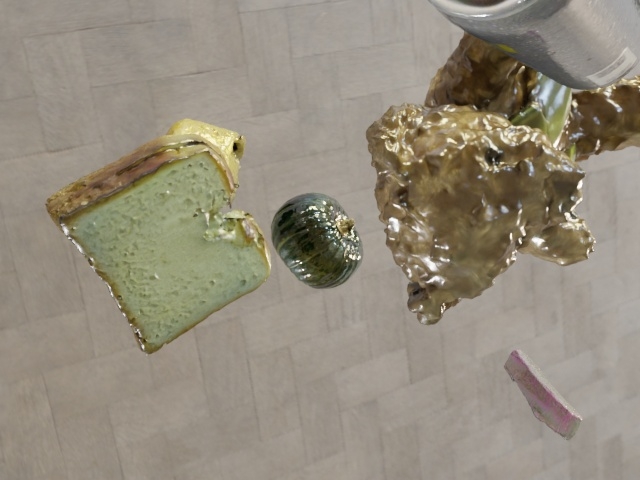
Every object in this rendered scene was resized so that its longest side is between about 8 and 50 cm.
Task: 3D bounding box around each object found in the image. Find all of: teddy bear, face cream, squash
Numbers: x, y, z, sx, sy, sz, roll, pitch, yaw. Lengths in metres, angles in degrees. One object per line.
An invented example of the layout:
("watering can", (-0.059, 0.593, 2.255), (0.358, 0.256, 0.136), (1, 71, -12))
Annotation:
("teddy bear", (0.182, -0.086, 0.607), (0.296, 0.222, 0.246), (-15, 124, 6))
("face cream", (0.111, -0.123, 0.380), (0.283, 0.073, 0.073), (-9, 108, -62))
("squash", (-0.005, 0.001, 1.646), (0.172, 0.218, 0.218), (-38, 117, 0))

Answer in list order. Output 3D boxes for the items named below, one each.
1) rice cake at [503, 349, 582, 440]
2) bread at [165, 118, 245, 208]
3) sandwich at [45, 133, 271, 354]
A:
("rice cake", (0.335, 0.230, 1.172), (0.036, 0.207, 0.047), (14, 109, -16))
("bread", (-0.250, -0.151, 1.589), (0.170, 0.197, 0.197), (9, 97, 2))
("sandwich", (-0.215, -0.004, 1.117), (0.249, 0.095, 0.273), (-29, 123, -6))
